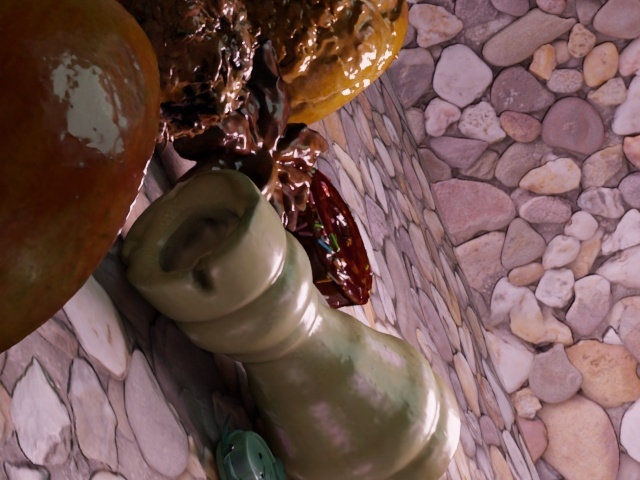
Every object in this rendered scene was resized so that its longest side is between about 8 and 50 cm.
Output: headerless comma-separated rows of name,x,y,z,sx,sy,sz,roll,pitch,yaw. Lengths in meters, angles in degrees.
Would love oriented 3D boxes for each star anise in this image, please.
star anise,-0.089,-0.097,1.922,0.349,0.109,0.292,-30,94,-49

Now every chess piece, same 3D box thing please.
chess piece,-0.038,0.119,1.746,0.442,0.234,0.234,50,22,-36

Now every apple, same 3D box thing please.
apple,-0.263,-0.086,1.222,0.179,0.254,0.346,118,-15,-66

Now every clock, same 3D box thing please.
clock,-0.081,0.258,1.695,0.135,0.041,0.101,55,18,-38

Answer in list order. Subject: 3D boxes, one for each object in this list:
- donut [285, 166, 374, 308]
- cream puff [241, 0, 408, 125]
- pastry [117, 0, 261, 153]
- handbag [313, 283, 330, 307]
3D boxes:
donut,0.000,0.000,2.289,0.235,0.089,0.235,58,18,-31
cream puff,-0.040,-0.317,2.164,0.231,0.327,0.343,54,18,-26
pastry,-0.199,-0.231,1.693,0.193,0.275,0.275,-26,93,-39
handbag,-0.055,0.075,2.055,0.241,0.109,0.315,55,5,-41
